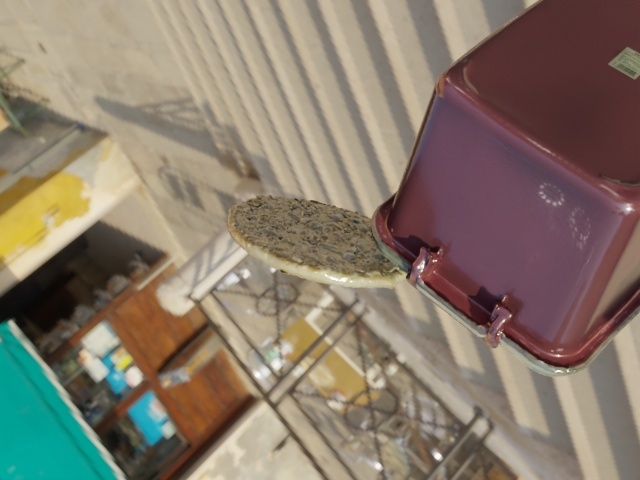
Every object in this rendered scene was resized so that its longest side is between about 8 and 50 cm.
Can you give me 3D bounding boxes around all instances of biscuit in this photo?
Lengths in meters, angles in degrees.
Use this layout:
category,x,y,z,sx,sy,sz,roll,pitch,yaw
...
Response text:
category,x,y,z,sx,sy,sz,roll,pitch,yaw
biscuit,0.000,0.000,0.757,0.152,0.152,0.020,27,115,33

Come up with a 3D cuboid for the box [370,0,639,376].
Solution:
category,x,y,z,sx,sy,sz,roll,pitch,yaw
box,0.194,-0.068,0.711,0.193,0.294,0.167,39,146,20
